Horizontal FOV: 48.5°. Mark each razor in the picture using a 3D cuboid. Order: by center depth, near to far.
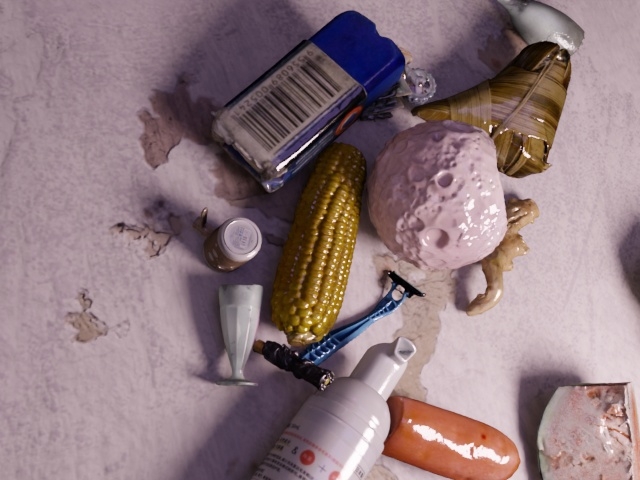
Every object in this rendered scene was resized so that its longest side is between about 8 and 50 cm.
[{"bbox_3d":[0.064,0.143,1.205,0.253,0.042,0.082,-33,49,-27],"label":"razor"}]

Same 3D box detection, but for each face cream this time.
[{"bbox_3d":[0.024,0.304,1.086,0.145,0.145,0.369,44,63,-8],"label":"face cream"}]

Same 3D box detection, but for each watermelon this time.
[{"bbox_3d":[0.508,0.407,1.258,0.224,0.180,0.305,-2,79,-10],"label":"watermelon"}]

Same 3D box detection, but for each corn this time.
[{"bbox_3d":[0.000,0.000,1.173,0.120,0.120,0.363,21,64,-18],"label":"corn"}]

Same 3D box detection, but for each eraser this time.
[{"bbox_3d":[-0.021,-0.238,1.191,0.155,0.101,0.332,44,74,10],"label":"eraser"}]

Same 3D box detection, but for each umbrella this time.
[{"bbox_3d":[-0.044,0.188,1.101,0.040,0.144,0.037,-63,150,-9],"label":"umbrella"}]

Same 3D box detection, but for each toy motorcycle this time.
[{"bbox_3d":[0.096,-0.291,1.312,0.229,0.094,0.129,-17,79,-14],"label":"toy motorcycle"}]

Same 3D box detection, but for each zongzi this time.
[{"bbox_3d":[0.338,-0.295,1.391,0.288,0.134,0.285,22,75,-10],"label":"zongzi"}]

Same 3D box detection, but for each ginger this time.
[{"bbox_3d":[0.350,0.029,1.354,0.089,0.075,0.288,38,61,-17],"label":"ginger"}]

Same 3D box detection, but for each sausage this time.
[{"bbox_3d":[0.213,0.339,1.180,0.259,0.113,0.113,23,68,-18],"label":"sausage"}]

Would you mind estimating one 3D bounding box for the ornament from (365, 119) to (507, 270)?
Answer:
[{"bbox_3d":[0.194,-0.077,1.208,0.225,0.259,0.259,-10,78,13],"label":"ornament"}]

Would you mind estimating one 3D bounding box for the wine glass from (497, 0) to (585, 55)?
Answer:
[{"bbox_3d":[0.373,-0.417,1.499,0.310,0.096,0.264,29,90,-16],"label":"wine glass"}]

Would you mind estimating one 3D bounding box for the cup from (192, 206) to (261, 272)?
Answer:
[{"bbox_3d":[-0.144,-0.007,1.117,0.074,0.099,0.102,-23,87,-28],"label":"cup"}]

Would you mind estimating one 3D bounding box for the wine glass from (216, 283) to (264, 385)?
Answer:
[{"bbox_3d":[-0.126,0.148,1.104,0.073,0.073,0.155,6,78,-23],"label":"wine glass"}]
